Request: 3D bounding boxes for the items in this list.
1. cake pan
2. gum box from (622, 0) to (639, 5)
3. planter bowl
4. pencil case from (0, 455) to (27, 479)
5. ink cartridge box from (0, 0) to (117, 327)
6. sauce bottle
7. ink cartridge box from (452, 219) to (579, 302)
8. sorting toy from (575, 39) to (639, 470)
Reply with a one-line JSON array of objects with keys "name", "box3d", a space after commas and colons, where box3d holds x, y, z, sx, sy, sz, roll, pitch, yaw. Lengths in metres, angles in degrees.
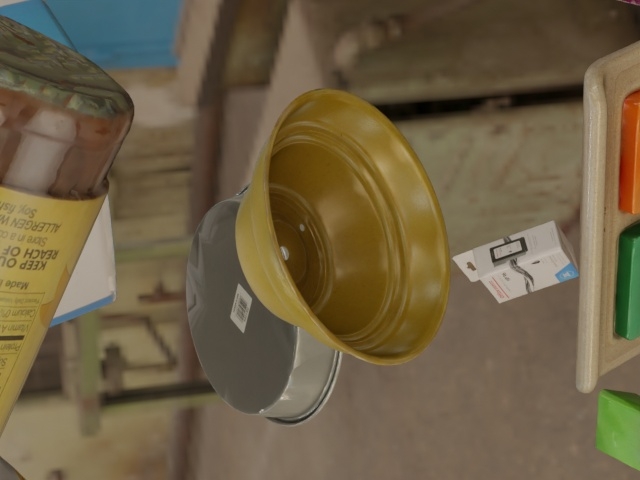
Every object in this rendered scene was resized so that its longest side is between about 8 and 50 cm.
[{"name": "cake pan", "box3d": [-0.073, 0.075, 2.074, 0.293, 0.054, 0.293, 14, 107, 55]}, {"name": "gum box", "box3d": [0.287, -0.273, 1.616, 0.062, 0.188, 0.107, 14, 97, 45]}, {"name": "planter bowl", "box3d": [0.000, 0.000, 1.363, 0.090, 0.217, 0.217, -20, 73, 38]}, {"name": "pencil case", "box3d": [-0.284, 0.253, 1.497, 0.273, 0.124, 0.113, 46, 149, -17]}, {"name": "ink cartridge box", "box3d": [-0.265, -0.082, 1.020, 0.270, 0.198, 0.197, 55, 158, 36]}, {"name": "sauce bottle", "box3d": [-0.183, 0.078, 0.667, 0.344, 0.111, 0.111, -63, 27, 15]}, {"name": "ink cartridge box", "box3d": [0.147, 0.019, 1.335, 0.048, 0.083, 0.028, 46, -151, -53]}, {"name": "sorting toy", "box3d": [0.201, -0.032, 0.897, 0.047, 0.196, 0.348, 26, 132, 39]}]
